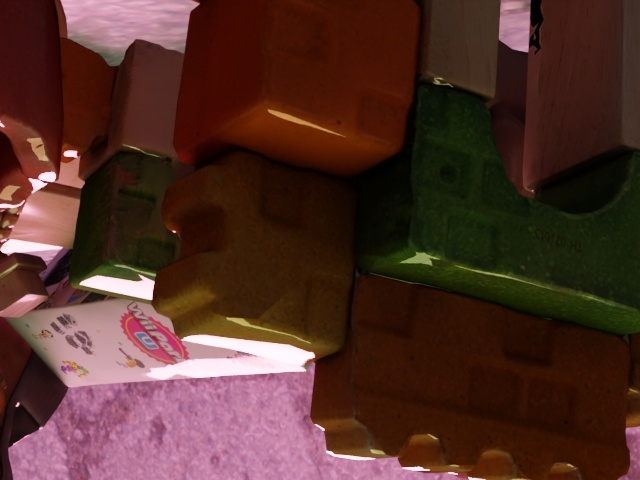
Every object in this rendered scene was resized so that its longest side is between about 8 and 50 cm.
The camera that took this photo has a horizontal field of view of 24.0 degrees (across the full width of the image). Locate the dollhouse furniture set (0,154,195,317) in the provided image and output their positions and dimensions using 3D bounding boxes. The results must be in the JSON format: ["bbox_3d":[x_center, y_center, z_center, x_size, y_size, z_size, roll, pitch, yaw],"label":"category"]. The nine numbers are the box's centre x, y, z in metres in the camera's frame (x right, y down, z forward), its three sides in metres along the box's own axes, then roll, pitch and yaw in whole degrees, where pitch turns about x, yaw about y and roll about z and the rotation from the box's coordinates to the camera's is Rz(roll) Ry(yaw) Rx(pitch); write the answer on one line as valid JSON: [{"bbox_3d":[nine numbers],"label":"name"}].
[{"bbox_3d":[-0.241,-0.080,1.028,0.356,0.173,0.303,-33,165,15],"label":"dollhouse furniture set"}]

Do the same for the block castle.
[{"bbox_3d":[0.000,0.000,0.581,0.453,0.212,0.303,15,158,-27],"label":"block castle"}]

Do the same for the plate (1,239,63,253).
[{"bbox_3d":[-0.293,-0.023,1.592,0.277,0.045,0.278,-5,174,-7],"label":"plate"}]

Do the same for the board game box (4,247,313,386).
[{"bbox_3d":[-0.079,0.002,1.180,0.303,0.097,0.224,-10,-144,47],"label":"board game box"}]

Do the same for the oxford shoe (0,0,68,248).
[{"bbox_3d":[-0.263,-0.018,0.789,0.140,0.146,0.397,25,121,-31],"label":"oxford shoe"}]

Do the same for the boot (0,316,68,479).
[{"bbox_3d":[-0.340,0.087,1.141,0.096,0.280,0.264,-31,-162,36],"label":"boot"}]
